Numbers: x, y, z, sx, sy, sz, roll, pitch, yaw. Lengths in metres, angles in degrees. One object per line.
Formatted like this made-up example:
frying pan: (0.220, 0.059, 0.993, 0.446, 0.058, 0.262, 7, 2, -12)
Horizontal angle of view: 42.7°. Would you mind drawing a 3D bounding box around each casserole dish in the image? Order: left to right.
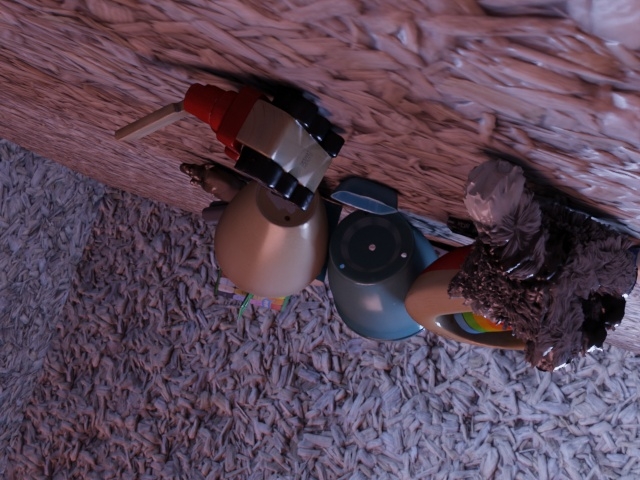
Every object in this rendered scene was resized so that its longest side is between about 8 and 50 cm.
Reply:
casserole dish: (0.085, -0.085, 1.538, 0.114, 0.037, 0.188, 19, 176, -9)

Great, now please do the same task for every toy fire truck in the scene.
toy fire truck: (-0.124, -0.141, 1.108, 0.246, 0.158, 0.217, 29, 180, 18)

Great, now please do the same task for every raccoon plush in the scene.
raccoon plush: (0.271, -0.015, 1.207, 0.299, 0.216, 0.446, 35, 160, 51)

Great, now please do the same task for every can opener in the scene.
can opener: (-0.172, -0.069, 2.085, 0.280, 0.093, 0.074, -1, -154, 27)

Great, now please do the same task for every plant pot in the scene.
plant pot: (-0.088, -0.040, 1.709, 0.257, 0.256, 0.274, 19, 158, -3)
plant pot: (0.132, 0.057, 1.813, 0.272, 0.271, 0.255, 17, 160, 22)

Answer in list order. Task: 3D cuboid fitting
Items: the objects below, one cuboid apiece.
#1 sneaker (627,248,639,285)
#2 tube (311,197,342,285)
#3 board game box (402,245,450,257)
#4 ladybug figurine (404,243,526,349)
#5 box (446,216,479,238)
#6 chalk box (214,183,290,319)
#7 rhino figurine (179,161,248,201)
sneaker: (0.472, 0.039, 1.300, 0.085, 0.058, 0.152, 8, 179, 17)
tube: (0.000, 0.000, 1.884, 0.080, 0.207, 0.052, 22, 158, -28)
board game box: (0.305, 0.054, 2.101, 0.305, 0.053, 0.193, 21, 178, 30)
ladybug figurine: (0.347, 0.104, 1.593, 0.305, 0.161, 0.449, 27, 159, -28)
box: (0.285, -0.022, 1.591, 0.067, 0.018, 0.083, 17, 176, 19)
chalk box: (-0.140, 0.047, 1.919, 0.179, 0.288, 0.180, 14, 154, -6)
rhino figurine: (-0.257, -0.146, 1.981, 0.106, 0.073, 0.243, 21, 176, 31)
